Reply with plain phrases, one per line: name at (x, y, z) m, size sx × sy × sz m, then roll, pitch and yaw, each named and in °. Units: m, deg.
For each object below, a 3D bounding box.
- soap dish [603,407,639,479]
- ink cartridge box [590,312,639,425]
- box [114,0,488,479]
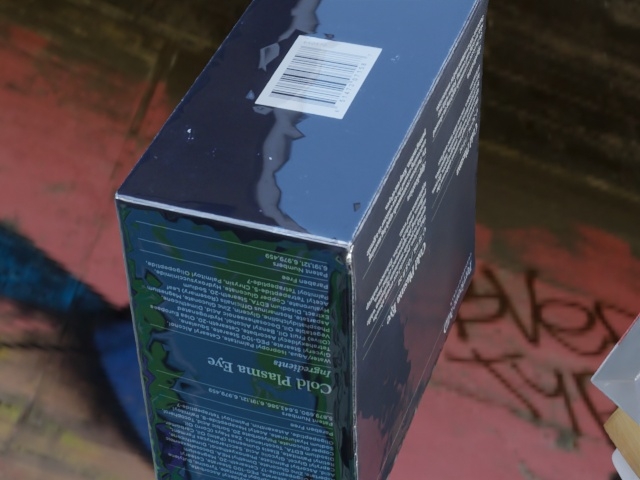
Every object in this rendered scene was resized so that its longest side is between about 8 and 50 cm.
soap dish at (0.459, 0.241, 1.676) m, size 0.291 × 0.229 × 0.118 m, roll 18°, pitch -82°, yaw -1°
ink cartridge box at (0.346, 0.078, 1.481) m, size 0.067 × 0.198 × 0.115 m, roll 42°, pitch -50°, yaw 18°
box at (0.000, 0.000, 1.268) m, size 0.179 × 0.343 × 0.312 m, roll 11°, pitch -48°, yaw 17°
